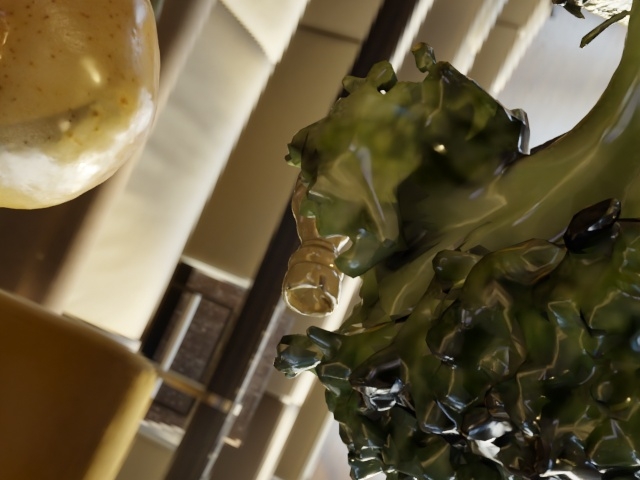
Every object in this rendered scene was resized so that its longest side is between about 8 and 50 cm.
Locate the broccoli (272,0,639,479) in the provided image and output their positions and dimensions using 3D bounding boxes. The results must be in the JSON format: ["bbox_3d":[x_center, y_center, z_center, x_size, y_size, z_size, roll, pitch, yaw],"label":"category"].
[{"bbox_3d":[0.176,0.015,0.514,0.348,0.293,0.280,8,85,-48],"label":"broccoli"}]

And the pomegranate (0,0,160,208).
[{"bbox_3d":[-0.382,-0.223,1.411,0.410,0.410,0.410,-37,137,-44],"label":"pomegranate"}]

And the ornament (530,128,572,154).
[{"bbox_3d":[0.256,0.023,1.017,0.153,0.196,0.166,-24,132,-25],"label":"ornament"}]

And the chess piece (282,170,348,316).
[{"bbox_3d":[0.000,0.000,0.953,0.066,0.066,0.122,72,23,-48],"label":"chess piece"}]

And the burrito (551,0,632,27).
[{"bbox_3d":[0.177,-0.128,0.596,0.185,0.045,0.041,2,68,-49],"label":"burrito"}]
